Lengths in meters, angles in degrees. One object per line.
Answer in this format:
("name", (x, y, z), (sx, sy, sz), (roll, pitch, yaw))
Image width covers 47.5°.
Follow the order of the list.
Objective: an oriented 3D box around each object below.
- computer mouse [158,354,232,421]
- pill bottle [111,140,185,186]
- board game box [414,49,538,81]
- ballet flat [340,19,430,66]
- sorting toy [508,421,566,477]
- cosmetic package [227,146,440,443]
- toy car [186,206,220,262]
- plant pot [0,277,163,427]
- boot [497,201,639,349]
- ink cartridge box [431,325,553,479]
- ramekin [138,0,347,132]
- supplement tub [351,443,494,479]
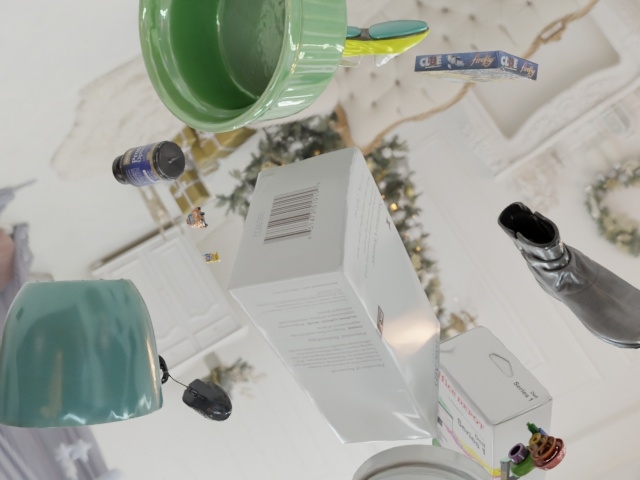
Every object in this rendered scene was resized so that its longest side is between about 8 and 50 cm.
("computer mouse", (-0.286, 0.299, 1.513), (0.071, 0.242, 0.041), (-60, 163, -11))
("pill bottle", (-0.523, -0.226, 2.193), (0.219, 0.123, 0.122), (-5, -173, 35))
("board game box", (0.370, -0.413, 1.742), (0.165, 0.042, 0.243), (1, -173, -43))
("ballet flat", (0.083, -0.356, 1.327), (0.230, 0.077, 0.077), (-1, 128, 6))
("sorting toy", (0.274, 0.269, 0.946), (0.061, 0.042, 0.102), (-46, -178, -34))
("cosmetic package", (0.041, 0.094, 0.996), (0.156, 0.217, 0.385), (-11, 136, 22))
("toy car", (-0.251, -0.008, 1.526), (0.040, 0.122, 0.060), (-17, 178, 0))
("plant pot", (-0.429, 0.186, 1.297), (0.292, 0.235, 0.293), (-1, 178, 0))
("boot", (0.473, 0.061, 1.356), (0.118, 0.223, 0.338), (-49, -145, -5))
("ink cartridge box", (0.284, 0.319, 1.245), (0.117, 0.201, 0.278), (-19, 126, -15))
("ramekin", (-0.107, -0.308, 1.030), (0.148, 0.303, 0.303), (-13, 160, -49))
("supplement tub", (0.112, 0.423, 0.822), (0.241, 0.241, 0.331), (-36, -163, 25))
